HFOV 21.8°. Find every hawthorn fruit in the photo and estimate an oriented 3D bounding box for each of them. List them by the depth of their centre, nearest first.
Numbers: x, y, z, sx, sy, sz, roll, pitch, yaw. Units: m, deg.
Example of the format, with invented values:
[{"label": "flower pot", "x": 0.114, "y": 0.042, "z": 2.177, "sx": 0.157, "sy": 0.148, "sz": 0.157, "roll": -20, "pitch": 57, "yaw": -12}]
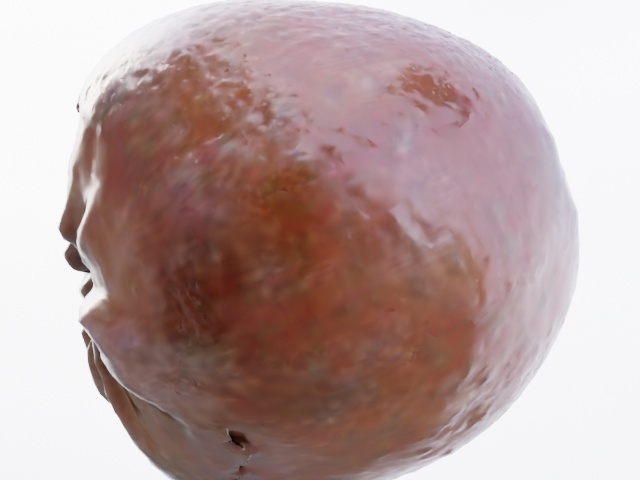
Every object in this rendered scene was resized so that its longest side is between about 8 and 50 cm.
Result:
[{"label": "hawthorn fruit", "x": 0.000, "y": 0.000, "z": 0.548, "sx": 0.173, "sy": 0.173, "sz": 0.173, "roll": 16, "pitch": -43, "yaw": 16}]
